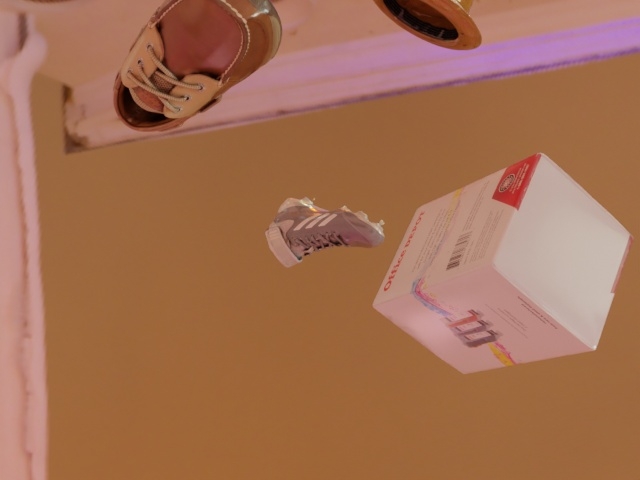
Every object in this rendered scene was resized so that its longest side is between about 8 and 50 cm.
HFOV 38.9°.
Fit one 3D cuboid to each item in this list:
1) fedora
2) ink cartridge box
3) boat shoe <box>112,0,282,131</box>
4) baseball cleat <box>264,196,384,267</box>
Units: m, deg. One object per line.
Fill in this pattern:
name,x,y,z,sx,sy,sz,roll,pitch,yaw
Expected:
fedora,0.153,-0.336,1.240,0.194,0.194,0.079,30,-93,33
ink cartridge box,0.161,0.028,0.824,0.176,0.127,0.128,-24,-147,56
boat shoe,-0.140,-0.178,0.933,0.120,0.123,0.324,-54,-168,-19
baseball cleat,0.000,0.000,1.255,0.206,0.072,0.109,16,-115,52
